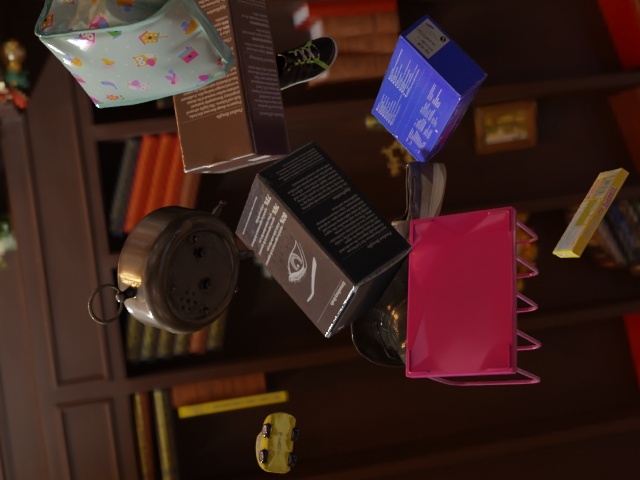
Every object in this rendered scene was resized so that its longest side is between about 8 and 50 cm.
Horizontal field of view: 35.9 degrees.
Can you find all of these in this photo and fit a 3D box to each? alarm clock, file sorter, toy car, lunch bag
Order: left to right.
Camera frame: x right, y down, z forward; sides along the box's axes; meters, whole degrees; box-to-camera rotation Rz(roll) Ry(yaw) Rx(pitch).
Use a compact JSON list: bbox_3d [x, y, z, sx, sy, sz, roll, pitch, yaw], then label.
[{"bbox_3d":[-0.294,-0.342,1.625,0.262,0.160,0.223,-4,153,18],"label":"lunch bag"},{"bbox_3d":[-0.155,0.038,1.009,0.064,0.129,0.192,14,-151,43],"label":"alarm clock"},{"bbox_3d":[-0.073,0.431,1.624,0.239,0.225,0.053,-50,-163,-23],"label":"toy car"},{"bbox_3d":[0.290,0.114,1.799,0.202,0.291,0.182,-7,161,32],"label":"file sorter"}]

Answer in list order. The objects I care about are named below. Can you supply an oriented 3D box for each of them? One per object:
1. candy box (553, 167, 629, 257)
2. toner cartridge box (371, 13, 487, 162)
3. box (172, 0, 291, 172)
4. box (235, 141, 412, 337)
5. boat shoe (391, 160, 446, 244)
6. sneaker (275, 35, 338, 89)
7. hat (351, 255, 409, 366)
[{"bbox_3d":[0.563,-0.056,2.058,0.027,0.206,0.105,32,175,-4],"label":"candy box"},{"bbox_3d":[0.205,-0.287,1.947,0.075,0.165,0.348,-39,172,-15],"label":"toner cartridge box"},{"bbox_3d":[-0.195,-0.339,2.011,0.191,0.381,0.143,-10,176,33],"label":"box"},{"bbox_3d":[0.000,0.000,1.325,0.108,0.207,0.153,-33,164,-31],"label":"box"},{"bbox_3d":[0.195,-0.029,2.076,0.092,0.285,0.103,11,-170,-1],"label":"boat shoe"},{"bbox_3d":[-0.062,-0.410,2.316,0.234,0.084,0.097,-30,173,-2],"label":"sneaker"},{"bbox_3d":[0.216,0.178,1.979,0.331,0.331,0.134,-8,-140,-8],"label":"hat"}]
